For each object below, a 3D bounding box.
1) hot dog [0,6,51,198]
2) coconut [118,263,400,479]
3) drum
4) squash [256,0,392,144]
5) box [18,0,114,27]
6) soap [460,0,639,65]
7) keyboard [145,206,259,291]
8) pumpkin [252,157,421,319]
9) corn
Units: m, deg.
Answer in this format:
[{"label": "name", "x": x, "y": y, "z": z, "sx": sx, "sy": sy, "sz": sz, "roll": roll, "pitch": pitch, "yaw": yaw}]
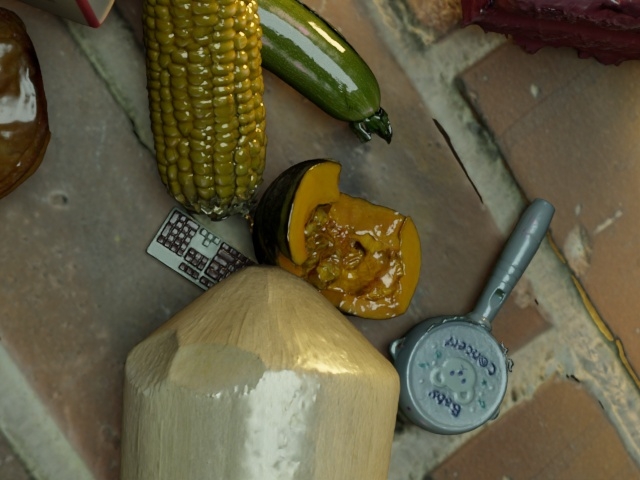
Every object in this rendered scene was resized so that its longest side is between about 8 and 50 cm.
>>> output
[{"label": "hot dog", "x": -0.368, "y": -0.106, "z": 1.063, "sx": 0.272, "sy": 0.122, "sz": 0.196, "roll": -14, "pitch": 90, "yaw": -13}, {"label": "coconut", "x": -0.053, "y": 0.153, "z": 1.091, "sx": 0.237, "sy": 0.237, "sz": 0.266, "roll": 8, "pitch": 91, "yaw": -17}, {"label": "drum", "x": 0.174, "y": 0.086, "z": 1.257, "sx": 0.253, "sy": 0.049, "sz": 0.130, "roll": -43, "pitch": 100, "yaw": -14}, {"label": "squash", "x": -0.054, "y": -0.198, "z": 1.182, "sx": 0.318, "sy": 0.080, "sz": 0.071, "roll": 31, "pitch": 120, "yaw": -12}, {"label": "box", "x": -0.273, "y": -0.380, "z": 0.977, "sx": 0.314, "sy": 0.312, "sz": 0.300, "roll": 20, "pitch": 84, "yaw": 0}, {"label": "soap", "x": 0.298, "y": -0.244, "z": 1.225, "sx": 0.324, "sy": 0.220, "sz": 0.127, "roll": 8, "pitch": 90, "yaw": -16}, {"label": "keyboard", "x": -0.083, "y": 0.036, "z": 1.196, "sx": 0.166, "sy": 0.017, "sz": 0.055, "roll": 34, "pitch": 78, "yaw": -13}, {"label": "pumpkin", "x": 0.000, "y": 0.000, "z": 1.171, "sx": 0.183, "sy": 0.107, "sz": 0.119, "roll": 40, "pitch": 68, "yaw": -41}, {"label": "corn", "x": -0.101, "y": -0.162, "z": 1.101, "sx": 0.115, "sy": 0.115, "sz": 0.318, "roll": -11, "pitch": 120, "yaw": -17}]
